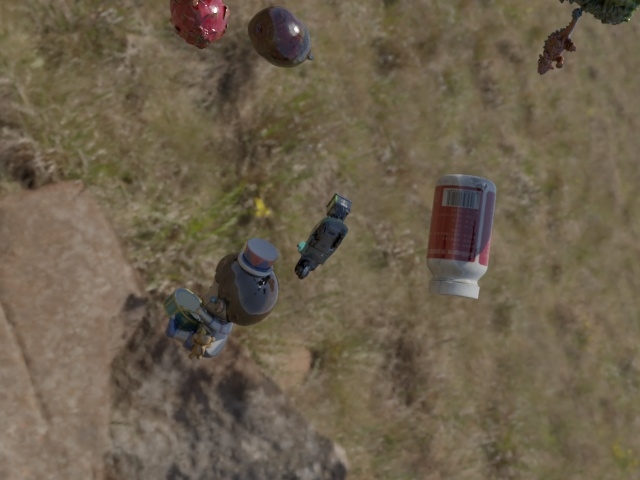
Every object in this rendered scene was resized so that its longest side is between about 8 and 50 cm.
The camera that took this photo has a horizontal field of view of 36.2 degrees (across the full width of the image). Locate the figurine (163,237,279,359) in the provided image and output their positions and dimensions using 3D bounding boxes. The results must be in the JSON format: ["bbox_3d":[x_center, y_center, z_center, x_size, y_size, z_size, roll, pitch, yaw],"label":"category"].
[{"bbox_3d":[-0.179,0.108,1.922,0.158,0.275,0.161,54,15,10],"label":"figurine"}]

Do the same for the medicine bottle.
[{"bbox_3d":[0.292,-0.007,2.051,0.131,0.131,0.250,17,81,-63],"label":"medicine bottle"}]

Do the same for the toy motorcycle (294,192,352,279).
[{"bbox_3d":[0.000,0.000,1.896,0.058,0.173,0.100,28,33,-13],"label":"toy motorcycle"}]

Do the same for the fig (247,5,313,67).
[{"bbox_3d":[-0.062,-0.371,1.817,0.154,0.103,0.109,11,65,-55],"label":"fig"}]

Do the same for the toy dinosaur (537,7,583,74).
[{"bbox_3d":[0.446,-0.368,1.825,0.049,0.154,0.055,16,43,-13],"label":"toy dinosaur"}]

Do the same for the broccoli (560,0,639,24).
[{"bbox_3d":[0.557,-0.571,1.841,0.277,0.338,0.317,42,4,1],"label":"broccoli"}]

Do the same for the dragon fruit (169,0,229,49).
[{"bbox_3d":[-0.262,-0.492,2.122,0.166,0.133,0.136,48,-43,44],"label":"dragon fruit"}]
